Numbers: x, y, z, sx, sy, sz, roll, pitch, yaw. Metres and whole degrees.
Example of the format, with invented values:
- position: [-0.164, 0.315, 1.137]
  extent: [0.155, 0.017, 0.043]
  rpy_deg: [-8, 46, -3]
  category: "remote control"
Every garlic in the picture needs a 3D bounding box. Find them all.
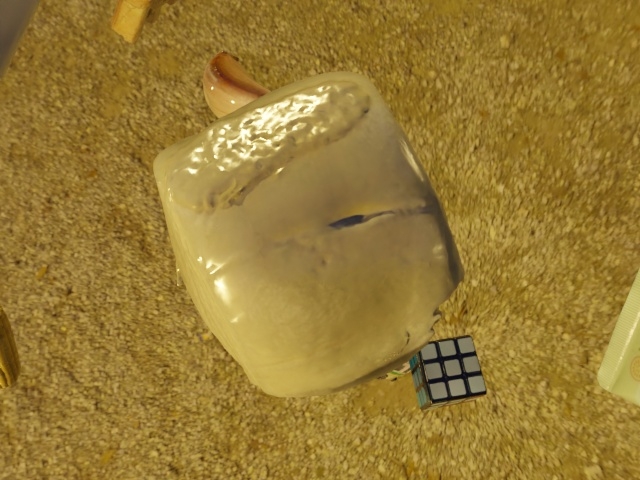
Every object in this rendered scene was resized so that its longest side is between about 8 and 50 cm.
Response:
- position: [-0.133, -0.251, 1.095]
  extent: [0.207, 0.128, 0.115]
  rpy_deg: [29, 126, 13]
  category: "garlic"

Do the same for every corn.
- position: [-0.659, 0.212, 1.209]
  extent: [0.081, 0.248, 0.081]
  rpy_deg: [8, 43, -7]
  category: "corn"

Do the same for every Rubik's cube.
- position: [0.334, 0.358, 1.611]
  extent: [0.163, 0.162, 0.160]
  rpy_deg: [-9, 69, -6]
  category: "Rubik's cube"

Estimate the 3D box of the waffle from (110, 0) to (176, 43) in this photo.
- position: [-0.303, -0.588, 1.285]
  extent: [0.077, 0.304, 0.348]
  rpy_deg: [46, 71, -18]
  category: "waffle"

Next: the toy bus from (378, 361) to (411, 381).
- position: [0.139, 0.307, 1.794]
  extent: [0.305, 0.179, 0.143]
  rpy_deg: [21, 58, -22]
  category: "toy bus"

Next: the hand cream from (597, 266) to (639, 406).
- position: [0.370, 0.142, 0.469]
  extent: [0.306, 0.093, 0.147]
  rpy_deg: [36, 127, 46]
  category: "hand cream"

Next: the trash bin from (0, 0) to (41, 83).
- position: [-0.543, -0.295, 0.764]
  extent: [0.256, 0.296, 0.367]
  rpy_deg: [22, 81, 36]
  category: "trash bin"

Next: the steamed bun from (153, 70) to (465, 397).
- position: [0.000, 0.000, 0.607]
  extent: [0.290, 0.273, 0.272]
  rpy_deg: [-36, 53, -6]
  category: "steamed bun"
